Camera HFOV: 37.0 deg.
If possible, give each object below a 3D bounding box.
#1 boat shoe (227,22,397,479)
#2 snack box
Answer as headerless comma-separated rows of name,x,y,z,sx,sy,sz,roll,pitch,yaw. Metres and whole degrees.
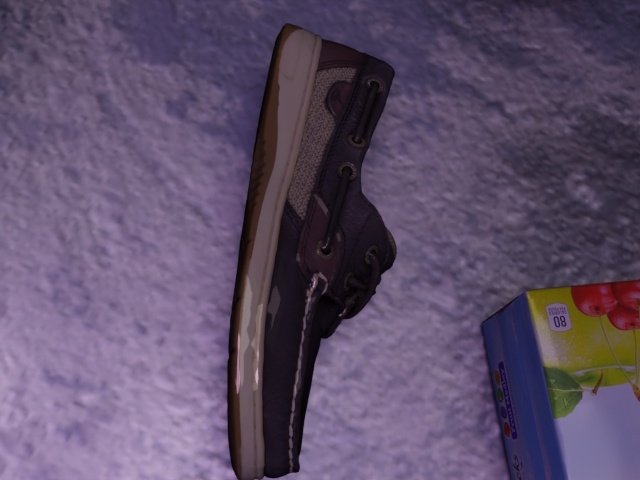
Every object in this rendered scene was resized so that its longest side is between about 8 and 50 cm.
boat shoe,0.000,0.000,0.445,0.073,0.080,0.224,7,66,-4
snack box,0.197,0.105,0.453,0.207,0.070,0.175,-4,72,-11
